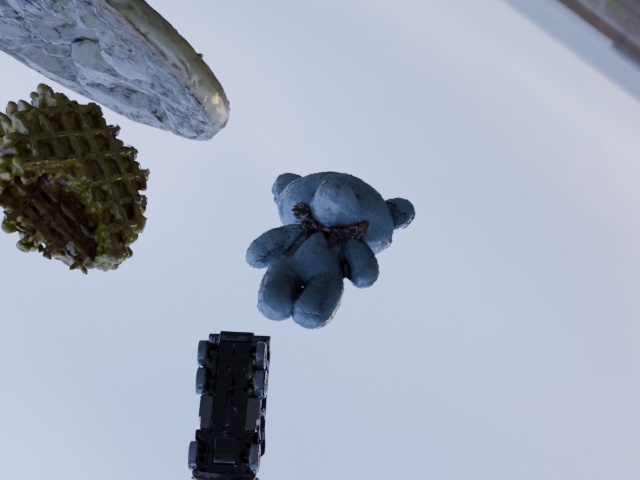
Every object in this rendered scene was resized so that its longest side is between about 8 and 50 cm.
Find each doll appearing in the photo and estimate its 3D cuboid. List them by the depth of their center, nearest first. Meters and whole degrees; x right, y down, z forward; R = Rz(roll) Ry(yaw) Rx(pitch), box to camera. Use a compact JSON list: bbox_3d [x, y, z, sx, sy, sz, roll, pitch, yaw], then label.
[{"bbox_3d":[0.001,-0.004,0.971,0.120,0.075,0.180,15,-152,9],"label":"doll"}]

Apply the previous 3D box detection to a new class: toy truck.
[{"bbox_3d":[-0.101,0.194,1.465,0.083,0.192,0.092,2,153,2],"label":"toy truck"}]

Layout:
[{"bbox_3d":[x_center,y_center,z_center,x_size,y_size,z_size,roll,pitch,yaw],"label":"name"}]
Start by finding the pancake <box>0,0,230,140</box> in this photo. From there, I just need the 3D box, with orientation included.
[{"bbox_3d":[-0.109,-0.096,0.600,0.158,0.028,0.158,26,164,8],"label":"pancake"}]

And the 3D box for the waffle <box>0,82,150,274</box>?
[{"bbox_3d":[-0.252,-0.058,1.287,0.193,0.070,0.197,24,-133,-45],"label":"waffle"}]
